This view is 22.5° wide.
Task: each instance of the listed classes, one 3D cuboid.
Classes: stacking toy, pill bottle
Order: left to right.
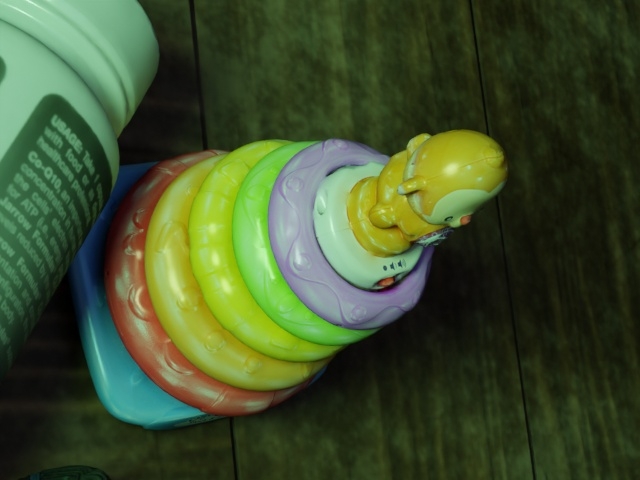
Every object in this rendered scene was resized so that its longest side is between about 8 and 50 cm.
[{"bbox_3d":[-0.204,-0.019,0.838,0.161,0.161,0.283,39,57,-21],"label":"pill bottle"},{"bbox_3d":[0.000,0.000,0.891,0.175,0.302,0.166,-9,82,-38],"label":"stacking toy"}]

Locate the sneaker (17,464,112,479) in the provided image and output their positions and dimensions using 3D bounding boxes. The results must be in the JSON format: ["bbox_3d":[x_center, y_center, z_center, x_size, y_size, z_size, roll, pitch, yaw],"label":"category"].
[{"bbox_3d":[-0.174,0.210,0.858,0.211,0.080,0.081,-55,131,-32],"label":"sneaker"}]
